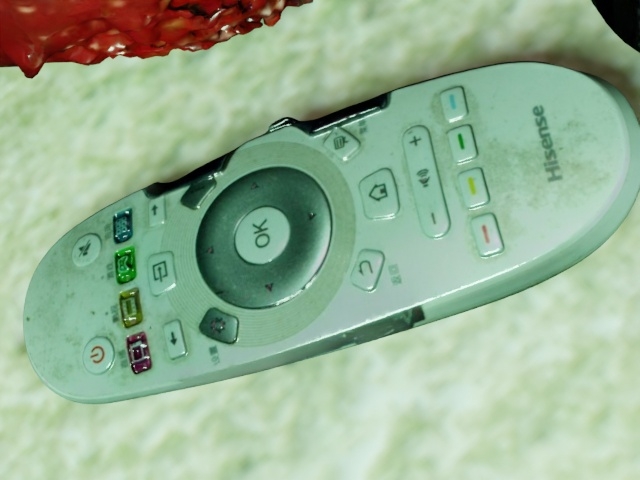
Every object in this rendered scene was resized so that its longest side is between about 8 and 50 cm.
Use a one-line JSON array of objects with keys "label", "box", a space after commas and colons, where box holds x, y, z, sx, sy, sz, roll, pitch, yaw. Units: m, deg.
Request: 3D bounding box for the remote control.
[{"label": "remote control", "box": [-0.001, -0.001, 0.538, 0.256, 0.045, 0.097, -16, 64, 16]}]

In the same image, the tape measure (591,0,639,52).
[{"label": "tape measure", "box": [0.176, -0.140, 0.470, 0.202, 0.135, 0.223, -4, 47, 5]}]

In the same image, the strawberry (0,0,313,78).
[{"label": "strawberry", "box": [-0.062, -0.161, 0.555, 0.201, 0.184, 0.187, -6, 29, -7]}]
